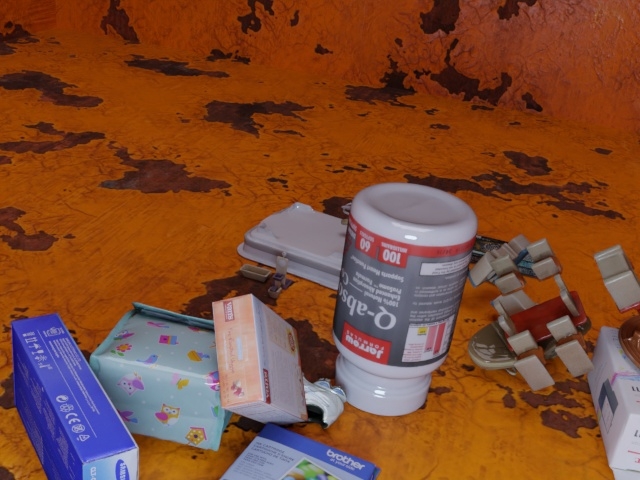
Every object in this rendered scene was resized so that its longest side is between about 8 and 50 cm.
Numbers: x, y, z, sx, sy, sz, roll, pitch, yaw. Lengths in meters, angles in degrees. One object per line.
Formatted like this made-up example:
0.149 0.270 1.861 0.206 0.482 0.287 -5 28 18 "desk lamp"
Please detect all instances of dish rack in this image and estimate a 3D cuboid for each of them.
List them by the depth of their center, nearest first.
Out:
0.000 0.000 1.846 0.333 0.072 0.285 17 28 22 "dish rack"

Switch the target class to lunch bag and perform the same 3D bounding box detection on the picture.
-0.231 0.199 1.274 0.223 0.160 0.262 11 22 4 "lunch bag"

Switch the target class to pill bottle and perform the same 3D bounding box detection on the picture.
0.132 0.102 1.326 0.210 0.363 0.210 6 25 -3 "pill bottle"

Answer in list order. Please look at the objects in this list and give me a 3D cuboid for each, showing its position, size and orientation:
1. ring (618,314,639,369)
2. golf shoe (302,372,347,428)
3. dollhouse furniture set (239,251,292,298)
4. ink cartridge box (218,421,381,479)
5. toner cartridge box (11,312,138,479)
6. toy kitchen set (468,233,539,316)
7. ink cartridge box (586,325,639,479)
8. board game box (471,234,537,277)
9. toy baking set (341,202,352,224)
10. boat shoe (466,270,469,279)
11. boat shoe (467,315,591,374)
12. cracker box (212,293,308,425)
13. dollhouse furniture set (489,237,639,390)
0.698 0.209 1.368 0.336 0.032 0.336 9 26 -4 "ring"
-0.048 0.260 1.303 0.176 0.069 0.086 13 32 15 "golf shoe"
-0.124 0.059 1.674 0.114 0.081 0.091 14 27 15 "dollhouse furniture set"
-0.046 0.364 1.095 0.186 0.065 0.311 17 26 19 "ink cartridge box"
-0.357 0.261 1.107 0.075 0.165 0.348 -10 31 -32 "toner cartridge box"
0.422 0.106 1.724 0.207 0.122 0.166 -21 64 -48 "toy kitchen set"
0.589 0.298 1.318 0.207 0.119 0.353 11 26 5 "ink cartridge box"
0.458 0.038 1.930 0.186 0.026 0.126 14 27 14 "board game box"
0.147 -0.068 1.877 0.197 0.030 0.256 0 16 2 "toy baking set"
0.292 0.012 1.832 0.119 0.121 0.335 -4 25 -12 "boat shoe"
0.406 0.206 1.521 0.285 0.089 0.104 -10 46 -25 "boat shoe"
-0.088 0.189 1.184 0.067 0.232 0.155 -12 67 10 "cracker box"
0.456 0.125 1.418 0.259 0.135 0.262 -26 36 21 "dollhouse furniture set"
